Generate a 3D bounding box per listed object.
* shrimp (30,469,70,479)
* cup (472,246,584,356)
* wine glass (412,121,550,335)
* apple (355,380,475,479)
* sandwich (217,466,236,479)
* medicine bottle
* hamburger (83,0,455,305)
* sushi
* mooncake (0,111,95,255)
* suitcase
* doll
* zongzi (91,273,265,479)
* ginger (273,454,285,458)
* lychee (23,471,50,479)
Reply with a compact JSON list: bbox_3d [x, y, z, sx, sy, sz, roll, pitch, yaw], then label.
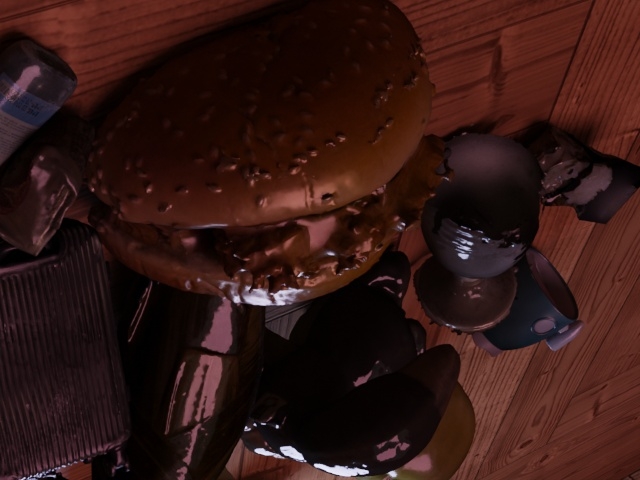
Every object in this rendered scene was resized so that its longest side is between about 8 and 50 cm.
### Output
[{"bbox_3d":[-0.427,0.323,1.558,0.365,0.233,0.071,36,75,-58],"label":"shrimp"},{"bbox_3d":[0.356,0.123,2.137,0.173,0.167,0.300,-38,126,24],"label":"cup"},{"bbox_3d":[0.237,-0.008,1.794,0.190,0.190,0.357,-26,154,-15],"label":"wine glass"},{"bbox_3d":[0.160,0.347,2.152,0.262,0.262,0.262,-26,149,-17],"label":"apple"},{"bbox_3d":[-0.267,0.456,1.971,0.227,0.155,0.198,-44,150,16],"label":"sandwich"},{"bbox_3d":[-0.340,-0.112,1.172,0.208,0.053,0.090,-41,152,13],"label":"medicine bottle"},{"bbox_3d":[-0.024,-0.082,1.318,0.445,0.287,0.268,-27,148,-19],"label":"hamburger"},{"bbox_3d":[0.391,-0.123,1.884,0.273,0.109,0.134,10,133,-34],"label":"sushi"},{"bbox_3d":[-0.295,-0.068,1.230,0.073,0.125,0.130,30,115,-21],"label":"mooncake"},{"bbox_3d":[-0.333,0.133,1.318,0.202,0.128,0.312,-14,103,-32],"label":"suitcase"},{"bbox_3d":[0.079,0.218,1.782,0.382,0.378,0.252,-42,132,-25],"label":"doll"},{"bbox_3d":[-0.196,0.217,1.477,0.208,0.432,0.403,18,132,0],"label":"zongzi"},{"bbox_3d":[-0.025,0.282,2.073,0.149,0.065,0.258,-32,144,-30],"label":"ginger"},{"bbox_3d":[-0.379,0.202,1.475,0.194,0.194,0.194,-26,149,-17],"label":"lychee"}]
